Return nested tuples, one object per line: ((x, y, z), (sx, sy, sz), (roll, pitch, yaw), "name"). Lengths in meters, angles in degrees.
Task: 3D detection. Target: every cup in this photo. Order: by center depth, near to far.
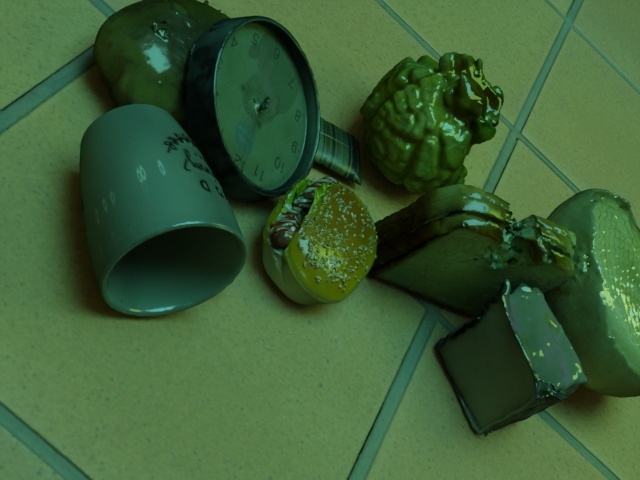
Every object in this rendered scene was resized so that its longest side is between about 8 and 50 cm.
((-0.201, -0.033, 1.332), (0.258, 0.186, 0.234), (45, 18, -55), "cup")

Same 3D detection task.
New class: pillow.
((-0.012, -0.173, 1.702), (0.203, 0.038, 0.113), (24, 44, -28), "pillow")

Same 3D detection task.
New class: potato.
((-0.217, -0.283, 1.528), (0.192, 0.141, 0.296), (48, 36, -3), "potato")

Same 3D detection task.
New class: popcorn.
((0.190, -0.211, 1.773), (0.224, 0.270, 0.258), (35, 85, -10), "popcorn")

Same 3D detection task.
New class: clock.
((-0.094, -0.197, 1.523), (0.280, 0.055, 0.281), (6, 83, -56), "clock")

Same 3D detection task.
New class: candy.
((0.297, 0.185, 1.575), (0.137, 0.185, 0.195), (-5, 62, -40), "candy")

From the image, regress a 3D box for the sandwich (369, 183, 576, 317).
((0.240, 0.020, 1.605), (0.273, 0.249, 0.095), (22, 59, -27), "sandwich")

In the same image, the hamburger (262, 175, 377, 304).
((0.000, 0.000, 1.508), (0.173, 0.116, 0.210), (46, 39, -6), "hamburger")

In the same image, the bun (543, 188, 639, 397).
((0.467, 0.100, 1.776), (0.364, 0.202, 0.365), (33, 48, -45), "bun")
